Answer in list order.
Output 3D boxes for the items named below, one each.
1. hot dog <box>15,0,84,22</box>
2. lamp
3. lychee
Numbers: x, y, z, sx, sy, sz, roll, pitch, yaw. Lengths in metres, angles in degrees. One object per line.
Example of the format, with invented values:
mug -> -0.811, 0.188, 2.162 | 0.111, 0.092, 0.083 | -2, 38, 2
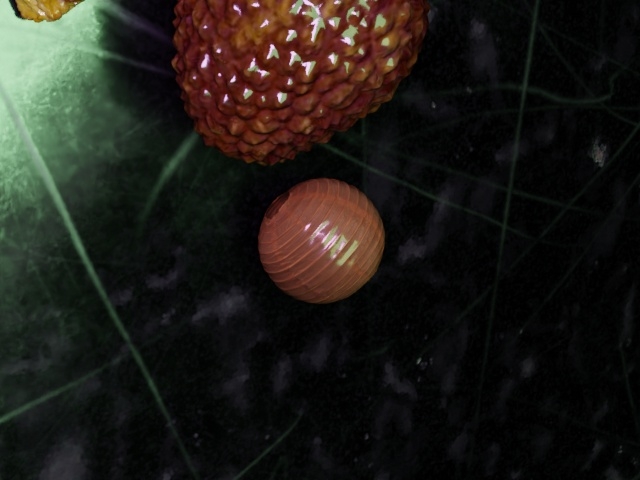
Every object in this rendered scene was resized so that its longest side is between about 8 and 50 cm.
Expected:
hot dog -> -0.196, -0.309, 0.707 | 0.123, 0.093, 0.262 | -1, 105, -33
lamp -> 0.000, 0.000, 0.905 | 0.136, 0.136, 0.136 | -10, 110, -31
lychee -> -0.021, -0.196, 0.777 | 0.236, 0.236, 0.271 | 22, 107, -36
